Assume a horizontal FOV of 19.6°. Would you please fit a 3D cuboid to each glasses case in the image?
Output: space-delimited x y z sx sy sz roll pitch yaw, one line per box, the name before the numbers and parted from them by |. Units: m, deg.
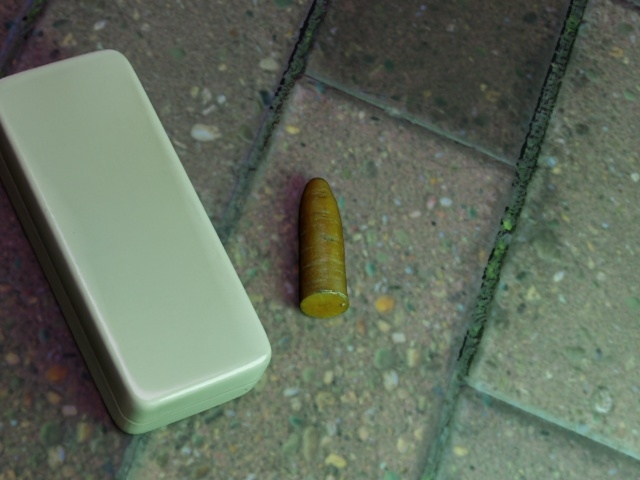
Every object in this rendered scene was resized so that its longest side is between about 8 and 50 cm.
glasses case | -0.175 -0.003 1.632 0.144 0.076 0.336 -18 71 -24

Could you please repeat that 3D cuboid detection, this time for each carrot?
carrot | 0.000 0.000 1.702 0.048 0.048 0.139 5 61 -15
